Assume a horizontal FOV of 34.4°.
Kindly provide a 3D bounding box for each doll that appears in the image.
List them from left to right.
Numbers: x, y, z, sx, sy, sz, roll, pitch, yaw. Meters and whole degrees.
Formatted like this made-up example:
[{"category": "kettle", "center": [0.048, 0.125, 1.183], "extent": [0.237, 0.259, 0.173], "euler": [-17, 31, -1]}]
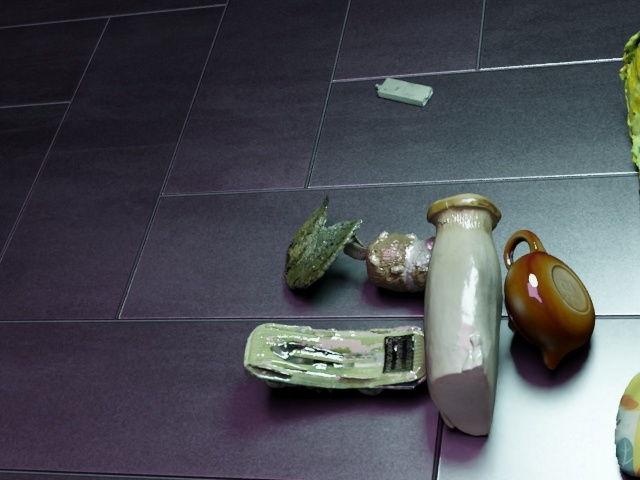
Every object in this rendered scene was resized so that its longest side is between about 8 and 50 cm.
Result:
[{"category": "doll", "center": [0.141, 0.040, 1.893], "extent": [0.221, 0.115, 0.105], "euler": [6, 62, 20]}]

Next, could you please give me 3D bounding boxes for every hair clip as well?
[{"category": "hair clip", "center": [0.030, 0.215, 1.797], "extent": [0.322, 0.091, 0.138], "euler": [3, 42, 5]}]

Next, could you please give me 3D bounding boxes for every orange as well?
[{"category": "orange", "center": [0.653, -0.234, 1.864], "extent": [0.196, 0.262, 0.334], "euler": [-10, 42, 15]}]

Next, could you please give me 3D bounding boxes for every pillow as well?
[{"category": "pillow", "center": [0.572, 0.277, 1.573], "extent": [0.233, 0.086, 0.214], "euler": [12, 65, 23]}]

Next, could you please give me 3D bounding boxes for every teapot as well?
[{"category": "teapot", "center": [0.363, 0.096, 1.746], "extent": [0.135, 0.178, 0.252], "euler": [-38, 52, 29]}]

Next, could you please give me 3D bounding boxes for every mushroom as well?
[{"category": "mushroom", "center": [0.236, 0.106, 1.712], "extent": [0.138, 0.154, 0.407], "euler": [-12, 61, 25]}]

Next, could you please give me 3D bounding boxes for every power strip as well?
[{"category": "power strip", "center": [0.180, -0.327, 2.267], "extent": [0.136, 0.019, 0.051], "euler": [17, 58, 29]}]

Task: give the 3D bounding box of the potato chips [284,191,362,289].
[{"category": "potato chips", "center": [-0.003, -0.002, 1.978], "extent": [0.202, 0.029, 0.220], "euler": [-48, 24, 16]}]
